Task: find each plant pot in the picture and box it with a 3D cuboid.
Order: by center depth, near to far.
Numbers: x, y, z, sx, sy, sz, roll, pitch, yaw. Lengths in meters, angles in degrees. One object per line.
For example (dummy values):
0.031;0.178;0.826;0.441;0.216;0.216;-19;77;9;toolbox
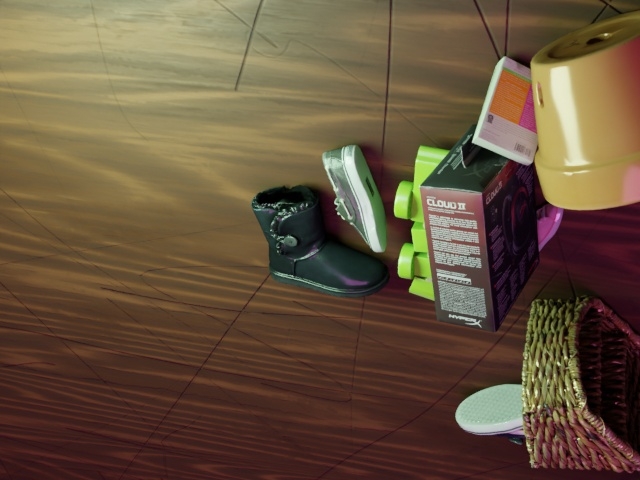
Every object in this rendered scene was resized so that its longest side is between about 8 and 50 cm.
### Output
0.428;-0.198;1.370;0.291;0.291;0.203;-15;110;27;plant pot

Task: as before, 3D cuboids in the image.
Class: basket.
0.488;0.243;1.729;0.223;0.299;0.213;-2;130;21;basket

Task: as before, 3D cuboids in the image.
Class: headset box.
0.264;-0.036;1.558;0.110;0.218;0.293;9;127;30;headset box

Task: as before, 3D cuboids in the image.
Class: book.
0.300;-0.199;1.481;0.096;0.144;0.035;23;161;-7;book

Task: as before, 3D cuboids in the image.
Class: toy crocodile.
0.201;-0.023;1.710;0.115;0.105;0.341;8;129;18;toy crocodile

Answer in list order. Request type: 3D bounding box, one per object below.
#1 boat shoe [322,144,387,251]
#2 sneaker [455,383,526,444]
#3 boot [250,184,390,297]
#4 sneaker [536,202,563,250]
0.064;-0.072;1.719;0.070;0.078;0.219;-8;121;22;boat shoe
0.444;0.365;1.974;0.321;0.126;0.127;-16;120;26;sneaker
0.000;0.000;1.784;0.246;0.094;0.207;8;138;17;boot
0.371;-0.028;1.682;0.070;0.051;0.134;17;139;-7;sneaker
